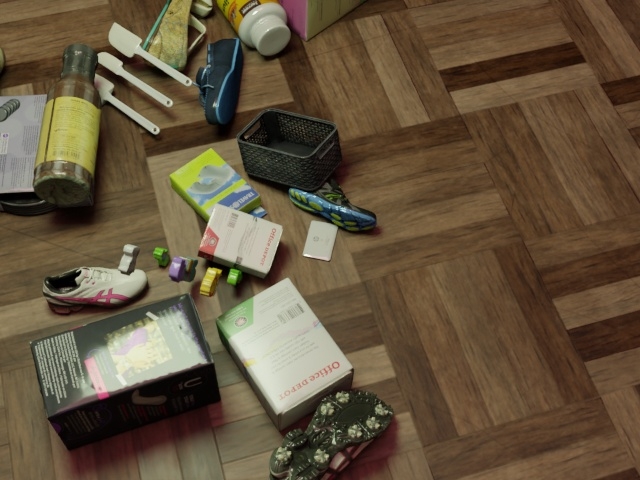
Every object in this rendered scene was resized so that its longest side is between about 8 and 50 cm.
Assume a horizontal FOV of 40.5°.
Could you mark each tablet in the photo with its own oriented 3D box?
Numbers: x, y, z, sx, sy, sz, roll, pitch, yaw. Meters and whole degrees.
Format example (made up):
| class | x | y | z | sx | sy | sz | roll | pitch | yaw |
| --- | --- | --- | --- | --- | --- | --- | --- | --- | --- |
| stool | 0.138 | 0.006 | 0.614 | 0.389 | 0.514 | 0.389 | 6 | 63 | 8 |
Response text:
| class | x | y | z | sx | sy | sz | roll | pitch | yaw |
| --- | --- | --- | --- | --- | --- | --- | --- | --- | --- |
| tablet | 0.000 | 0.000 | 1.684 | 0.054 | 0.006 | 0.083 | 11 | 58 | 5 |

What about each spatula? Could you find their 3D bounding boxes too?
| class | x | y | z | sx | sy | sz | roll | pitch | yaw |
| --- | --- | --- | --- | --- | --- | --- | --- | --- | --- |
| spatula | -0.391 | -0.332 | 1.823 | 0.242 | 0.019 | 0.168 | 35 | 93 | 19 |

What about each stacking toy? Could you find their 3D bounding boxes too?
| class | x | y | z | sx | sy | sz | roll | pitch | yaw |
| --- | --- | --- | --- | --- | --- | --- | --- | --- | --- |
| stacking toy | -0.242 | 0.055 | 1.539 | 0.167 | 0.221 | 0.052 | 16 | 90 | 8 |

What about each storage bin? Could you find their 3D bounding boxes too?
| class | x | y | z | sx | sy | sz | roll | pitch | yaw |
| --- | --- | --- | --- | --- | --- | --- | --- | --- | --- |
| storage bin | -0.061 | -0.181 | 1.717 | 0.180 | 0.084 | 0.122 | 17 | 49 | 29 |

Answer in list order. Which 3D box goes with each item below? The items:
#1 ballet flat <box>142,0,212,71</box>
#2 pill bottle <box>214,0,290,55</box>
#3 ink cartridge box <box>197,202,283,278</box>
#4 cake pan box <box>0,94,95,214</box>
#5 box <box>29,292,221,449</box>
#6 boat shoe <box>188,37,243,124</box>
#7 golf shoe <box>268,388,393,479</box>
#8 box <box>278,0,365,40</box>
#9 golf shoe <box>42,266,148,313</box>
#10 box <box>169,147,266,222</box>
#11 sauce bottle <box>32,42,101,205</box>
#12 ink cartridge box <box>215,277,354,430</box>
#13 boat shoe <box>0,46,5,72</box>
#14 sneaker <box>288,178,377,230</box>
| class | x | y | z | sx | sy | sz | roll | pitch | yaw |
| --- | --- | --- | --- | --- | --- | --- | --- | --- | --- |
| ballet flat | -0.303 | -0.512 | 1.944 | 0.123 | 0.123 | 0.348 | 9 | 58 | 4 |
| pill bottle | -0.152 | -0.512 | 1.933 | 0.117 | 0.117 | 0.215 | -25 | 62 | -16 |
| ink cartridge box | -0.150 | 0.002 | 1.622 | 0.135 | 0.056 | 0.099 | 20 | 72 | -5 |
| cake pan box | -0.575 | -0.177 | 1.743 | 0.246 | 0.070 | 0.266 | -6 | 58 | -3 |
| box | -0.318 | 0.218 | 1.444 | 0.270 | 0.165 | 0.143 | -16 | 60 | -12 |
| boat shoe | -0.222 | -0.330 | 1.843 | 0.089 | 0.109 | 0.258 | 0 | 41 | 6 |
| golf shoe | 0.010 | 0.338 | 1.424 | 0.105 | 0.120 | 0.273 | 37 | 42 | 26 |
| box | 0.018 | -0.609 | 1.942 | 0.243 | 0.213 | 0.117 | -38 | 67 | -22 |
| golf shoe | -0.407 | 0.082 | 1.574 | 0.186 | 0.086 | 0.067 | -12 | 58 | -10 |
| box | -0.202 | -0.092 | 1.714 | 0.109 | 0.042 | 0.178 | -37 | 65 | -21 |
| sauce bottle | -0.479 | -0.233 | 1.677 | 0.111 | 0.111 | 0.344 | 0 | 59 | -2 |
| ink cartridge box | -0.062 | 0.197 | 1.508 | 0.154 | 0.093 | 0.212 | -29 | 62 | -17 |
| boat shoe | -0.826 | -0.413 | 1.775 | 0.342 | 0.123 | 0.123 | 27 | 30 | -21 |
| sneaker | 0.029 | -0.079 | 1.695 | 0.188 | 0.067 | 0.078 | 26 | 64 | 21 |
